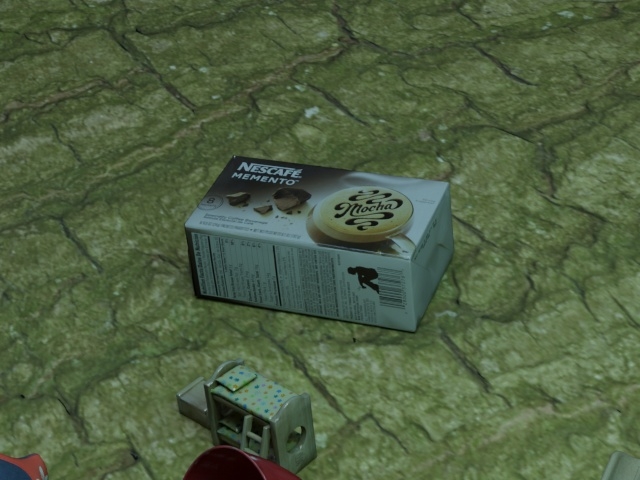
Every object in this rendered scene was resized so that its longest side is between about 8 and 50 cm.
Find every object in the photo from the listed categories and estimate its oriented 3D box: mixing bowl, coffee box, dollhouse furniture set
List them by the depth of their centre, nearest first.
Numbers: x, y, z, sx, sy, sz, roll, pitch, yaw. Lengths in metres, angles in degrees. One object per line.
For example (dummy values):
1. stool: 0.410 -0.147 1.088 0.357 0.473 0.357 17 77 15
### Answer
1. mixing bowl: -0.059 0.296 1.748 0.098 0.181 0.181 4 23 -40
2. dollhouse furniture set: -0.127 0.207 1.916 0.182 0.101 0.161 24 45 36
3. coffee box: 0.000 0.000 2.178 0.297 0.119 0.168 9 39 20

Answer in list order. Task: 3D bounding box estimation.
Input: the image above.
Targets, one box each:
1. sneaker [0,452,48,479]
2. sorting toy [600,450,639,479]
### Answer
1. sneaker: -0.457 0.257 1.889 0.350 0.131 0.148 12 31 15
2. sorting toy: 0.361 0.325 1.727 0.229 0.041 0.307 10 38 22
